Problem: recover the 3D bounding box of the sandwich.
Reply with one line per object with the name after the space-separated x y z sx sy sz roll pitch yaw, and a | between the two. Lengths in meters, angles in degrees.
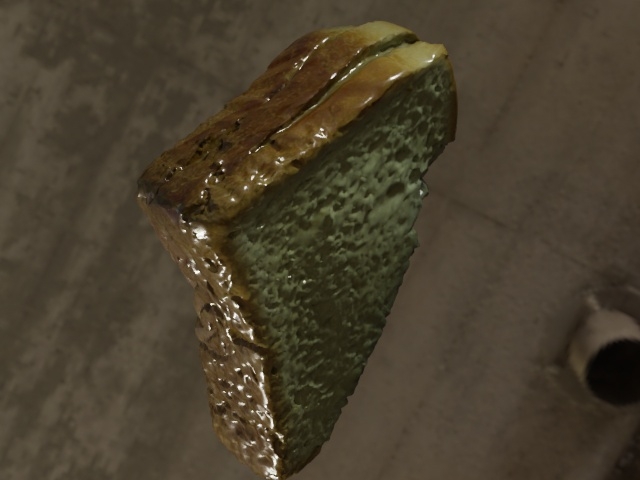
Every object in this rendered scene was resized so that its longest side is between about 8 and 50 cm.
0.004 0.002 1.008 0.254 0.099 0.288 -42 -41 -32 | sandwich
